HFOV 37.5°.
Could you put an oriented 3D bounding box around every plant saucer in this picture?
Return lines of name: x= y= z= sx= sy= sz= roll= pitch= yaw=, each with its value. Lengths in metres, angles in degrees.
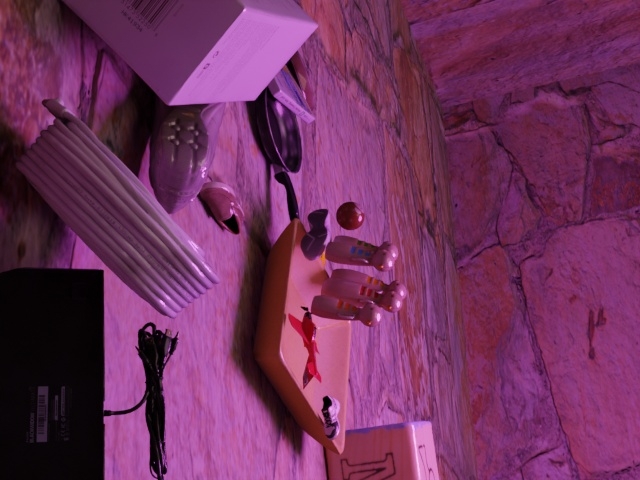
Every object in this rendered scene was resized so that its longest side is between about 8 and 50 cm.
plant saucer: x=-0.036 y=0.185 z=1.771 sx=0.333 sy=0.081 sz=0.333 roll=-84 pitch=156 yaw=-43
plant saucer: x=-0.046 y=-0.352 z=2.059 sx=0.168 sy=0.029 sz=0.169 roll=161 pitch=-90 yaw=-84

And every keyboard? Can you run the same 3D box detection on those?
keyboard: x=-0.244 y=0.179 z=0.964 sx=0.033 sy=0.201 sz=0.317 roll=130 pitch=-41 yaw=-63

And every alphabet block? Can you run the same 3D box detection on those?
alphabet block: x=0.133 y=0.481 z=1.933 sx=0.192 sy=0.193 sz=0.197 roll=27 pitch=54 yaw=-67

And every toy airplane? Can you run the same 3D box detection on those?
toy airplane: x=-0.020 y=0.184 z=1.634 sx=0.151 sy=0.028 sz=0.151 roll=-11 pitch=90 yaw=-74

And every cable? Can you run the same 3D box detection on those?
cable: x=-0.225 y=-0.024 z=1.053 sx=0.257 sy=0.089 sz=0.257 roll=39 pitch=-10 yaw=50

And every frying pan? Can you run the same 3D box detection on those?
frying pan: x=-0.071 y=-0.167 z=1.924 sx=0.197 sy=0.053 sz=0.326 roll=-9 pitch=88 yaw=-74

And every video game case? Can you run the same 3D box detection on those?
video game case: x=-0.095 y=-0.352 z=1.905 sx=0.212 sy=0.023 sz=0.193 roll=63 pitch=13 yaw=18

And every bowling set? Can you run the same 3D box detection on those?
bowling set: x=0.089 y=0.039 z=1.736 sx=0.287 sy=0.154 sz=0.200 roll=-53 pitch=154 yaw=-74

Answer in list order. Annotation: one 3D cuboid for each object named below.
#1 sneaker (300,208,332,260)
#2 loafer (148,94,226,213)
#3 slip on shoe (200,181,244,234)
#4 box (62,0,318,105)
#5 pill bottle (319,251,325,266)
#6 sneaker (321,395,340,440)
sneaker: x=0.000 y=0.000 z=1.777 sx=0.152 sy=0.053 sz=0.061 roll=-75 pitch=152 yaw=-57
loafer: x=-0.208 y=-0.163 z=1.426 sx=0.319 sy=0.112 sz=0.111 roll=-87 pitch=-163 yaw=-54
slip on shoe: x=-0.162 y=-0.053 z=1.569 sx=0.135 sy=0.051 sz=0.041 roll=64 pitch=19 yaw=-62
box: x=-0.174 y=-0.330 z=1.357 sx=0.215 sy=0.168 sz=0.345 roll=44 pitch=17 yaw=5
pill bottle: x=-0.012 y=0.048 z=1.996 sx=0.043 sy=0.043 sz=0.083 roll=62 pitch=23 yaw=-43
sneaker: x=0.014 y=0.314 z=1.671 sx=0.037 sy=0.032 sz=0.083 roll=46 pitch=30 yaw=-38
